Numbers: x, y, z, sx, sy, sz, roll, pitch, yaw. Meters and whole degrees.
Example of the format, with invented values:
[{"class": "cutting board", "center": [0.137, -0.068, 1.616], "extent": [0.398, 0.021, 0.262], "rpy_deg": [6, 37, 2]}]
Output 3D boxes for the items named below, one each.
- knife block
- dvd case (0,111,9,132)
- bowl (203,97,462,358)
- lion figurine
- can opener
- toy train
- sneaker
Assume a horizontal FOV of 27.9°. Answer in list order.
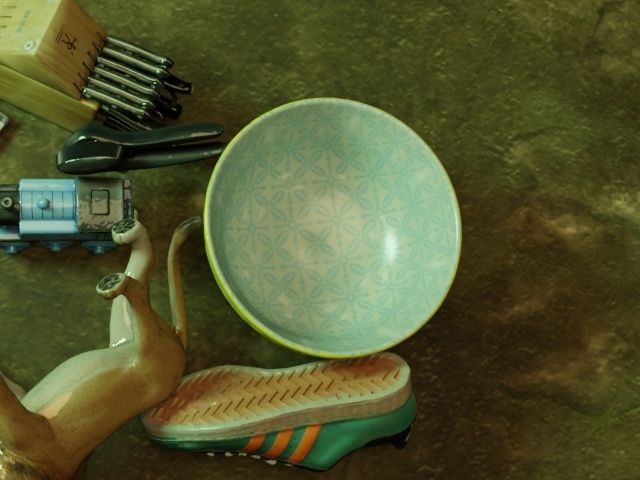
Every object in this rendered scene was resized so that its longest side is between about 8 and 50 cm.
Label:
[{"class": "knife block", "center": [-0.289, -0.181, 1.483], "extent": [0.275, 0.242, 0.088], "rpy_deg": [6, 64, 32]}, {"class": "dvd case", "center": [-0.482, -0.097, 1.447], "extent": [0.164, 0.018, 0.221], "rpy_deg": [34, 72, -3]}, {"class": "bowl", "center": [0.000, 0.000, 1.459], "extent": [0.289, 0.156, 0.289], "rpy_deg": [3, 76, -13]}, {"class": "lion figurine", "center": [-0.248, 0.161, 1.352], "extent": [0.392, 0.142, 0.240], "rpy_deg": [-33, 123, -18]}, {"class": "can opener", "center": [-0.194, -0.097, 1.407], "extent": [0.186, 0.059, 0.073], "rpy_deg": [-6, 49, -5]}, {"class": "toy train", "center": [-0.292, -0.031, 1.427], "extent": [0.184, 0.105, 0.080], "rpy_deg": [1, 76, -13]}, {"class": "sneaker", "center": [-0.043, 0.207, 1.425], "extent": [0.302, 0.121, 0.108], "rpy_deg": [-7, 34, 5]}]
